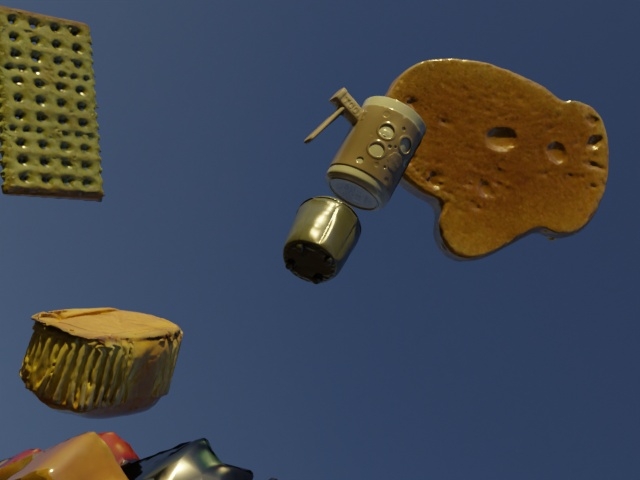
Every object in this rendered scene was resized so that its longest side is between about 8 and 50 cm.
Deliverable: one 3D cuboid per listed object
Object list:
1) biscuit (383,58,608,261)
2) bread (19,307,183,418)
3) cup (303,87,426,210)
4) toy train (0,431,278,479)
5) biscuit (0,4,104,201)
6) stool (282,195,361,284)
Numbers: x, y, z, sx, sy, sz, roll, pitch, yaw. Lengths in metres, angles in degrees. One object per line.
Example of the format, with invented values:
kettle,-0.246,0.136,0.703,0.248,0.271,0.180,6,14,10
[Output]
biscuit,0.234,-0.102,1.319,0.057,0.344,0.287,138,-33,-74
bread,-0.251,0.139,1.086,0.132,0.190,0.114,18,-87,29
cup,0.047,-0.094,0.950,0.074,0.102,0.099,9,-117,42
toy train,-0.167,0.192,0.443,0.369,0.232,0.163,-26,-83,32
biscuit,-0.327,-0.164,1.143,0.016,0.139,0.231,-15,-102,45
stool,0.000,0.000,1.300,0.096,0.110,0.096,12,-47,13
